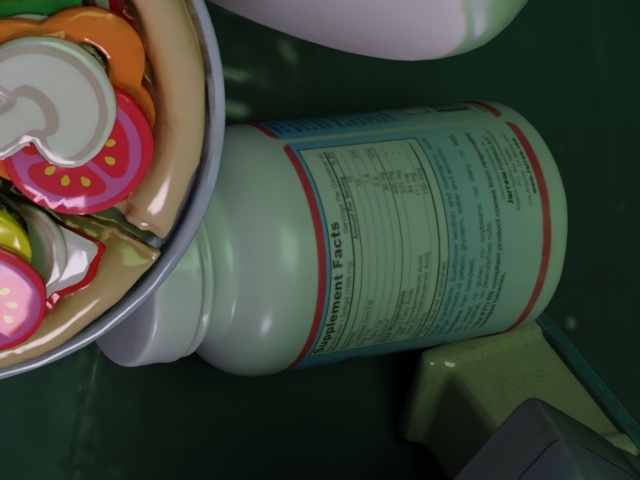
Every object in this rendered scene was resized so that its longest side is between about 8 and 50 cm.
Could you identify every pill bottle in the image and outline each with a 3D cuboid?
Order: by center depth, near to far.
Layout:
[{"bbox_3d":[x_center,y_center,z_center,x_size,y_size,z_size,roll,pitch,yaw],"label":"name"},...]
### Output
[{"bbox_3d":[0.000,0.000,0.630,0.160,0.087,0.087,-8,95,-30],"label":"pill bottle"}]

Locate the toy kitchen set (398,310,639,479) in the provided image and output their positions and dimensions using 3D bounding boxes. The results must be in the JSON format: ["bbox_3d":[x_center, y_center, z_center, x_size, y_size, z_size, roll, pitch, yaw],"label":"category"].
[{"bbox_3d":[0.104,0.156,0.711,0.122,0.166,0.207,-9,132,-27],"label":"toy kitchen set"}]

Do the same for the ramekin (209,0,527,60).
[{"bbox_3d":[-0.035,-0.178,0.490,0.303,0.303,0.148,34,82,-27],"label":"ramekin"}]

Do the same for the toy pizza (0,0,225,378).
[{"bbox_3d":[-0.128,-0.035,0.516,0.201,0.032,0.201,0,121,-1],"label":"toy pizza"}]

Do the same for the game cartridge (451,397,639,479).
[{"bbox_3d":[0.035,0.232,0.578,0.230,0.068,0.355,30,107,-32],"label":"game cartridge"}]
